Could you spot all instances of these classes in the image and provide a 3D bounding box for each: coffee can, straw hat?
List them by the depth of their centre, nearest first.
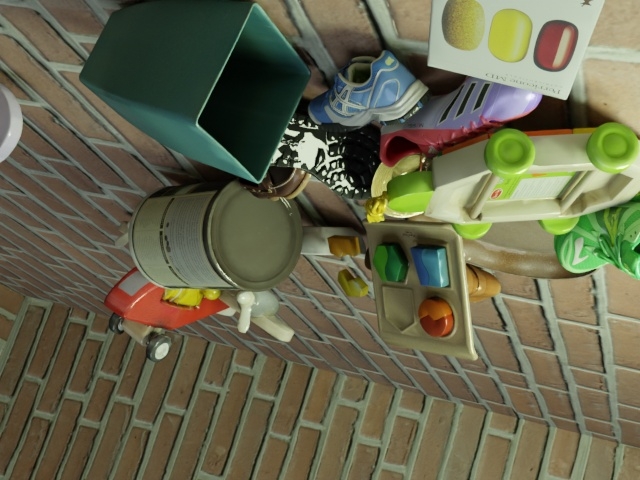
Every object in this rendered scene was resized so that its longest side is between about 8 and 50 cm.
[{"bbox_3d":[0.126,-0.104,1.463,0.144,0.144,0.061,32,-161,-41],"label":"straw hat"},{"bbox_3d":[-0.194,-0.009,1.882,0.202,0.201,0.275,29,161,-35],"label":"coffee can"}]

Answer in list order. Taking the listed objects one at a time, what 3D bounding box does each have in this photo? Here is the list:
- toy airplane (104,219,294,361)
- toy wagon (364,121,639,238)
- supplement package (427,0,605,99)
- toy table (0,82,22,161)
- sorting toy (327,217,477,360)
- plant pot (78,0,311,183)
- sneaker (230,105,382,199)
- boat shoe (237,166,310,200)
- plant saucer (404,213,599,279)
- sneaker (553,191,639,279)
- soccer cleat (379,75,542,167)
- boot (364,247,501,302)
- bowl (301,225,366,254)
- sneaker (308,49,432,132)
[{"bbox_3d":[-0.249,0.073,2.203,0.386,0.272,0.384,12,-157,-11],"label":"toy airplane"},{"bbox_3d":[0.225,-0.070,1.276,0.345,0.068,0.267,-3,164,-3],"label":"toy wagon"},{"bbox_3d":[0.172,-0.238,0.848,0.139,0.133,0.244,15,164,9],"label":"supplement package"},{"bbox_3d":[-0.637,-0.203,1.678,0.274,0.252,0.161,-4,171,28],"label":"toy table"},{"bbox_3d":[0.121,0.075,1.701,0.041,0.229,0.307,-21,-164,-37],"label":"sorting toy"},{"bbox_3d":[-0.170,-0.203,1.303,0.234,0.165,0.165,18,166,30],"label":"plant pot"},{"bbox_3d":[-0.020,-0.148,1.479,0.283,0.107,0.124,19,-165,-30],"label":"sneaker"},{"bbox_3d":[-0.076,-0.105,1.669,0.073,0.073,0.207,21,164,-19],"label":"boat shoe"},{"bbox_3d":[0.288,-0.015,1.627,0.311,0.050,0.310,17,164,5],"label":"plant saucer"},{"bbox_3d":[0.409,-0.002,1.372,0.109,0.123,0.295,27,155,-19],"label":"sneaker"},{"bbox_3d":[0.164,-0.143,1.246,0.083,0.095,0.248,28,161,-33],"label":"soccer cleat"},{"bbox_3d":[0.223,0.075,1.830,0.220,0.109,0.283,17,179,-22],"label":"boot"},{"bbox_3d":[0.000,0.000,1.919,0.142,0.053,0.142,4,-177,41],"label":"bowl"},{"bbox_3d":[0.049,-0.188,1.288,0.081,0.080,0.211,52,151,-21],"label":"sneaker"}]
